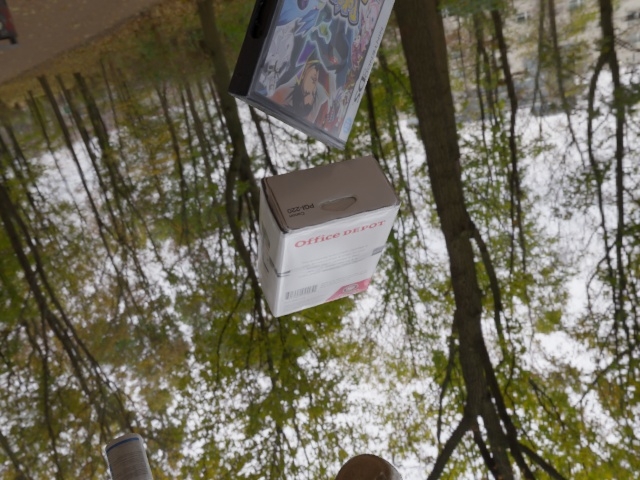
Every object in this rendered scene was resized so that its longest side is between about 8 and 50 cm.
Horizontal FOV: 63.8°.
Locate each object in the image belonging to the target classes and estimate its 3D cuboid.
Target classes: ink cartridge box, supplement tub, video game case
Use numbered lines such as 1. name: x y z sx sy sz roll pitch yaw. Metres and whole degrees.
1. ink cartridge box: 0.000 0.000 0.700 0.158 0.218 0.092 -15 -119 -18
2. supplement tub: -0.367 0.434 0.987 0.070 0.071 0.107 -21 -122 -16
3. video game case: 0.007 -0.265 0.664 0.035 0.249 0.274 22 -173 24

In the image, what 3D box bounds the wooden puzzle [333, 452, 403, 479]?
1. wooden puzzle: -0.026 0.291 0.195 0.080 0.322 0.348 26 180 5
